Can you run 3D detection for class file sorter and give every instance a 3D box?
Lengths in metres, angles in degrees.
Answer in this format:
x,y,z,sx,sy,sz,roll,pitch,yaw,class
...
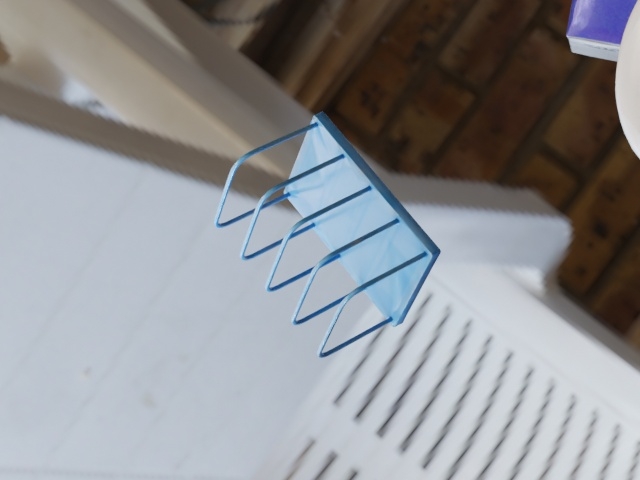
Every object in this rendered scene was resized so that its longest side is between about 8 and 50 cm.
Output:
x,y,z,sx,sy,sz,roll,pitch,yaw,class
0.000,0.000,1.485,0.104,0.170,0.118,-27,157,-31,file sorter

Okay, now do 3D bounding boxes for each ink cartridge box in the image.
x,y,z,sx,sy,sz,roll,pitch,yaw,class
0.231,-0.222,1.273,0.332,0.065,0.165,-24,126,-82,ink cartridge box

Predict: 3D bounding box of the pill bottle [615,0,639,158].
x,y,z,sx,sy,sz,roll,pitch,yaw,class
0.271,-0.062,0.832,0.245,0.130,0.130,15,114,-38,pill bottle
